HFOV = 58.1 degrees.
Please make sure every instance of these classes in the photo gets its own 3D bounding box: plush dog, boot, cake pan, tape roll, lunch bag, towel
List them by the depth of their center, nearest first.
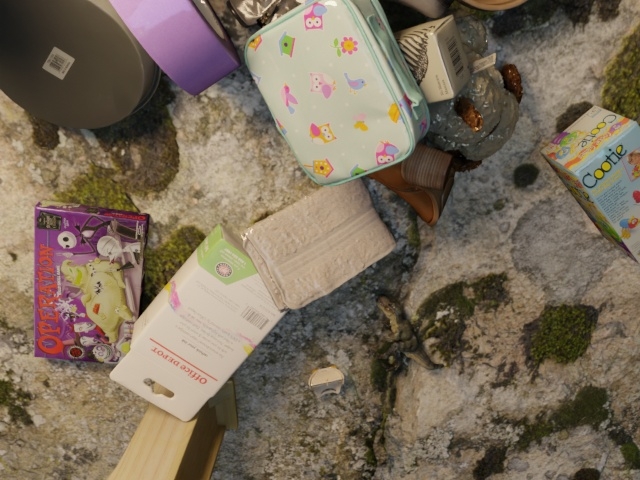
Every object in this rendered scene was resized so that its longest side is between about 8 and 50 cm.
[{"bbox_3d":[-0.231,-0.359,0.860,0.090,0.275,0.275,-32,115,7],"label":"tape roll"},{"bbox_3d":[0.035,-0.230,0.889,0.224,0.108,0.279,-18,111,33],"label":"lunch bag"},{"bbox_3d":[-0.410,-0.298,0.930,0.292,0.054,0.293,0,137,0],"label":"cake pan"},{"bbox_3d":[0.027,-0.384,0.940,0.338,0.118,0.223,34,111,12],"label":"boot"},{"bbox_3d":[0.280,-0.236,1.054,0.225,0.211,0.262,16,117,-43],"label":"plush dog"},{"bbox_3d":[0.136,-0.123,1.101,0.220,0.283,0.109,19,85,16],"label":"boot"},{"bbox_3d":[0.000,0.000,1.116,0.282,0.049,0.187,-32,100,-17],"label":"towel"}]

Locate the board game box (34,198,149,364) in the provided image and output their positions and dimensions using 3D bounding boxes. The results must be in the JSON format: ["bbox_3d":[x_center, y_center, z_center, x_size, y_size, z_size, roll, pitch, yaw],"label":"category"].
[{"bbox_3d":[-0.469,0.096,1.174,0.208,0.056,0.347,9,114,-7],"label":"board game box"}]

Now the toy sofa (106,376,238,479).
[{"bbox_3d":[-0.293,0.446,1.186,0.177,0.363,0.150,0,116,5],"label":"toy sofa"}]

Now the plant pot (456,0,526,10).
[{"bbox_3d":[0.269,-0.499,0.942,0.237,0.110,0.238,-5,109,-14],"label":"plant pot"}]

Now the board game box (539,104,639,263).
[{"bbox_3d":[0.599,-0.112,1.162,0.144,0.142,0.275,-41,114,12],"label":"board game box"}]

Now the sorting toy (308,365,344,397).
[{"bbox_3d":[0.016,0.340,1.359,0.083,0.045,0.075,-11,124,-3],"label":"sorting toy"}]

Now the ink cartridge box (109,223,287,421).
[{"bbox_3d":[-0.237,0.169,1.171,0.207,0.119,0.353,39,95,-22],"label":"ink cartridge box"}]

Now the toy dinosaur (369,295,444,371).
[{"bbox_3d":[0.184,0.248,1.327,0.118,0.064,0.268,-36,118,2],"label":"toy dinosaur"}]

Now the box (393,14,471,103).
[{"bbox_3d":[0.099,-0.275,0.964,0.275,0.094,0.113,-6,121,39],"label":"box"}]
